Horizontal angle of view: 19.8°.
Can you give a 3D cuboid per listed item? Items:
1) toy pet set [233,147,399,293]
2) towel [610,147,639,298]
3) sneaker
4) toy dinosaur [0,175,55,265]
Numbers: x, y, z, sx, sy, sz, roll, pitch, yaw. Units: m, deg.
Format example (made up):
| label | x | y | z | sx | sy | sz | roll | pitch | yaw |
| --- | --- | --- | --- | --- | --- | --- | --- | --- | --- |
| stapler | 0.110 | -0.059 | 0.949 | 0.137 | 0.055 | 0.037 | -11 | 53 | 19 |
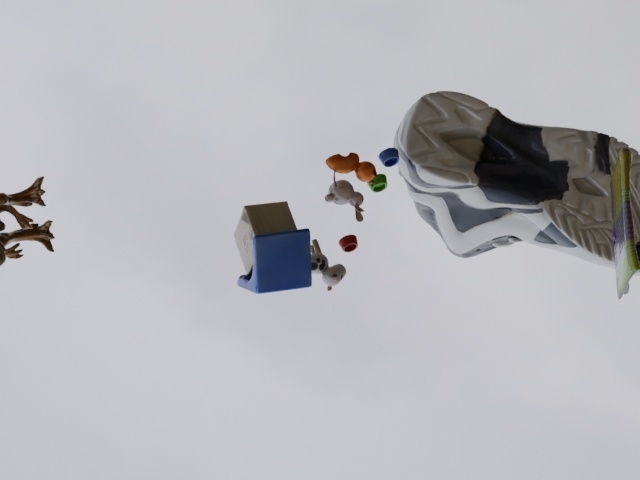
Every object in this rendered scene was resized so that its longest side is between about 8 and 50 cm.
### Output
| label | x | y | z | sx | sy | sz | roll | pitch | yaw |
| --- | --- | --- | --- | --- | --- | --- | --- | --- | --- |
| toy pet set | 0.000 | 0.000 | 1.329 | 0.114 | 0.122 | 0.065 | -7 | -123 | -22 |
| towel | 0.190 | -0.011 | 1.145 | 0.009 | 0.060 | 0.083 | -1 | -111 | 1 |
| sneaker | 0.161 | -0.029 | 1.406 | 0.235 | 0.153 | 0.094 | 16 | -102 | -3 |
| toy dinosaur | -0.290 | -0.019 | 1.557 | 0.112 | 0.211 | 0.064 | -6 | -83 | -24 |
